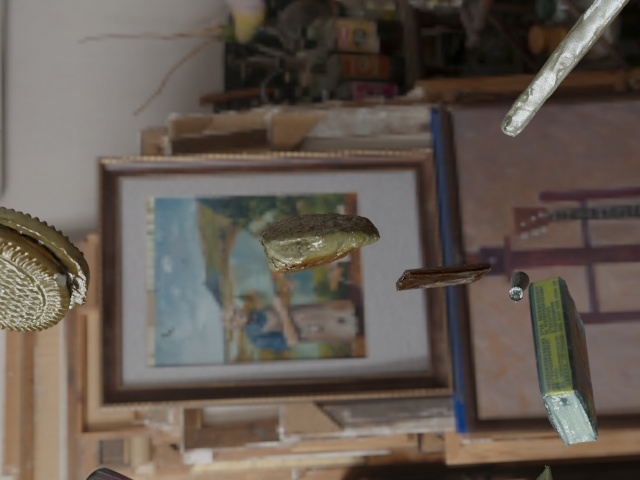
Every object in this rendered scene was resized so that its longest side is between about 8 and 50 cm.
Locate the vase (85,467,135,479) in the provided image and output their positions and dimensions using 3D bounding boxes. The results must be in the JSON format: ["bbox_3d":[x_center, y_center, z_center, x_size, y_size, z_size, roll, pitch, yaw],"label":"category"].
[{"bbox_3d":[-0.229,0.388,1.522,0.086,0.214,0.086,15,-90,-70],"label":"vase"}]

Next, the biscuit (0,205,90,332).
[{"bbox_3d":[-0.475,0.046,1.653,0.259,0.259,0.079,108,178,-51],"label":"biscuit"}]

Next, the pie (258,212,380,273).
[{"bbox_3d":[0.000,0.000,1.611,0.163,0.193,0.079,-6,98,48],"label":"pie"}]

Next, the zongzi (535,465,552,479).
[{"bbox_3d":[0.261,0.378,1.419,0.062,0.154,0.130,17,115,28],"label":"zongzi"}]

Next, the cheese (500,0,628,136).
[{"bbox_3d":[0.326,-0.273,1.184,0.400,0.034,0.085,-54,-4,27],"label":"cheese"}]

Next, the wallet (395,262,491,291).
[{"bbox_3d":[0.237,0.069,2.148,0.095,0.176,0.026,119,142,-65],"label":"wallet"}]

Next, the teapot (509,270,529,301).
[{"bbox_3d":[0.431,0.102,2.390,0.111,0.042,0.043,-47,-37,-70],"label":"teapot"}]

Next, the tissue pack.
[{"bbox_3d":[0.449,0.223,2.042,0.185,0.081,0.257,58,-154,-44],"label":"tissue pack"}]
